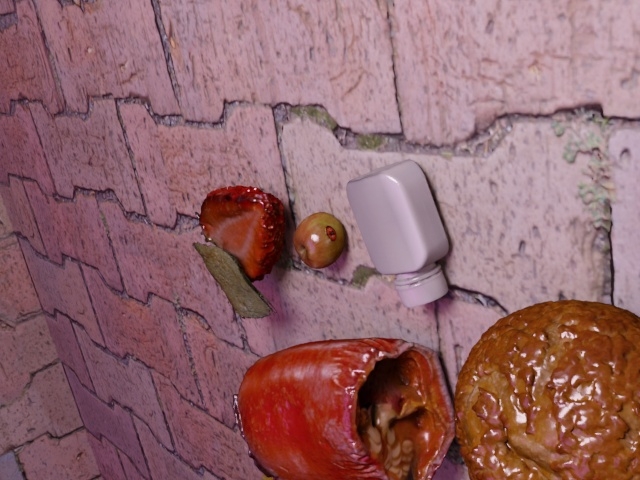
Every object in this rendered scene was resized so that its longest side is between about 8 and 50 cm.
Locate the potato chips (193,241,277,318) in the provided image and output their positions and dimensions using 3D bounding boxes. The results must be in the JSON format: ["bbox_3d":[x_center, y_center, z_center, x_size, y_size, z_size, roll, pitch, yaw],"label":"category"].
[{"bbox_3d":[-0.147,0.072,1.319,0.209,0.026,0.142,21,135,46],"label":"potato chips"}]

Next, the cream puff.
[{"bbox_3d":[0.262,0.208,0.832,0.303,0.212,0.303,26,126,43],"label":"cream puff"}]

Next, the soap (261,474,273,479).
[{"bbox_3d":[0.038,0.477,1.309,0.338,0.169,0.305,41,148,52],"label":"soap"}]

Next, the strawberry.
[{"bbox_3d":[-0.121,-0.040,1.291,0.174,0.098,0.228,45,148,17],"label":"strawberry"}]

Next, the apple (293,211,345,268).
[{"bbox_3d":[0.000,0.000,1.186,0.084,0.071,0.084,44,149,36],"label":"apple"}]

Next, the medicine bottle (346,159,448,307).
[{"bbox_3d":[0.108,-0.008,1.031,0.119,0.069,0.183,-12,100,55],"label":"medicine bottle"}]

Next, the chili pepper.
[{"bbox_3d":[0.038,0.271,1.176,0.305,0.229,0.252,-16,88,57],"label":"chili pepper"}]
